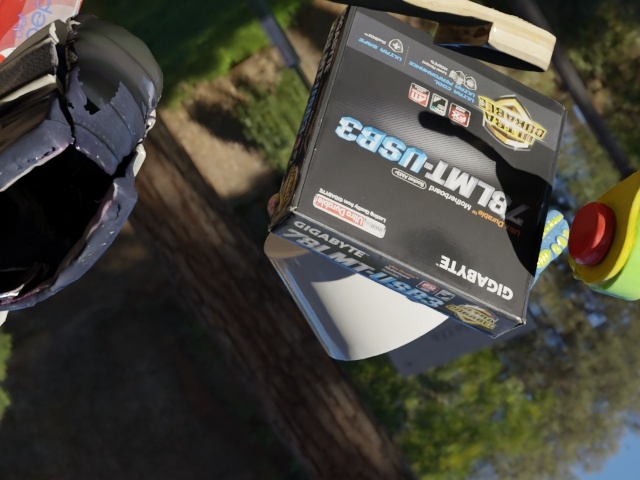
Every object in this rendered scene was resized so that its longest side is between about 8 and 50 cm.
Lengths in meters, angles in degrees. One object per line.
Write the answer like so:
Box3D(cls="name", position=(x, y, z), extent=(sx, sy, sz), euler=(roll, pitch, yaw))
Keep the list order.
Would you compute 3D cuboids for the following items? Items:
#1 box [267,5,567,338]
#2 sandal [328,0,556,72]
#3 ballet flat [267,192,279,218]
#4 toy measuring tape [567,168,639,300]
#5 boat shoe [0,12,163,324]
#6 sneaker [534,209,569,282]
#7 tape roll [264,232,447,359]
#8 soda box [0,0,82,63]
Box3D(cls="box", position=(0.116, -0.082, 1.364), extent=(0.073, 0.296, 0.293), euler=(-41, -152, 55))
Box3D(cls="sandal", position=(0.055, -0.171, 0.740), extent=(0.240, 0.079, 0.088), euler=(14, -178, -37))
Box3D(cls="ballet flat", position=(0.000, 0.000, 1.819), extent=(0.079, 0.221, 0.077), euler=(-35, 152, -50))
Box3D(cls="toy measuring tape", position=(0.348, -0.014, 1.265), extent=(0.121, 0.121, 0.330), euler=(-35, 176, -27))
Box3D(cls="boat shoe", position=(-0.240, 0.008, 0.773), extent=(0.340, 0.127, 0.158), euler=(-42, -154, 21))
Box3D(cls="sneaker", position=(0.233, 0.029, 1.526), extent=(0.188, 0.067, 0.078), euler=(-39, -167, -30))
Box3D(cls="tape roll", position=(0.069, 0.019, 1.630), extent=(0.246, 0.169, 0.246), euler=(-28, -162, 10))
Box3D(cls="soda box", position=(-0.358, -0.250, 1.523), extent=(0.083, 0.092, 0.263), euler=(-117, -134, -78))
